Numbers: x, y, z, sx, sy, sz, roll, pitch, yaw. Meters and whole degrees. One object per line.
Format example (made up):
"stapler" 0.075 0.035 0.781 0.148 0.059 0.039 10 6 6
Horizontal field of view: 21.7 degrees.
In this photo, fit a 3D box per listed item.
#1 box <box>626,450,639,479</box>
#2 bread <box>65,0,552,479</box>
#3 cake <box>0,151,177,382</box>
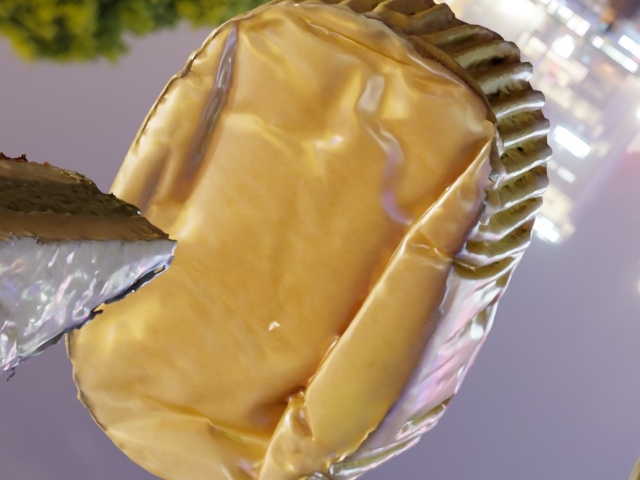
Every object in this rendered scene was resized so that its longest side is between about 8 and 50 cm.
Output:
"box" 0.162 0.133 0.642 0.115 0.177 0.036 30 155 4
"bread" 0.000 0.000 0.907 0.204 0.288 0.156 25 -162 15
"cake" -0.149 0.031 0.530 0.086 0.117 0.220 28 -168 25
